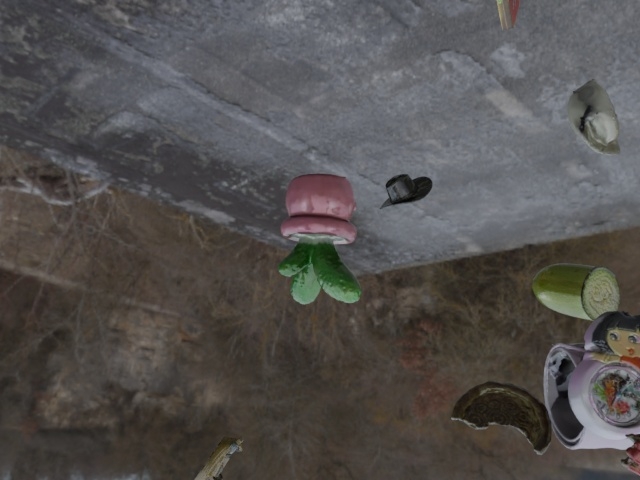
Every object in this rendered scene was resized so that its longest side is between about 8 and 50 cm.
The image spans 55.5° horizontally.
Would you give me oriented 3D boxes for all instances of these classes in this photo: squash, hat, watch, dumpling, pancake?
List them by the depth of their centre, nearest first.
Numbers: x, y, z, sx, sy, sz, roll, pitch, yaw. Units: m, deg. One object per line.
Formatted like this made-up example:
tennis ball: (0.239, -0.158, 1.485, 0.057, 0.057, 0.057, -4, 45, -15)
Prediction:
watch: (0.536, 0.270, 1.158, 0.196, 0.243, 0.231, 0, 160, -1)
pancake: (0.362, 0.357, 1.227, 0.191, 0.184, 0.020, -12, 129, 3)
hat: (0.167, -0.107, 1.244, 0.121, 0.121, 0.050, -13, 116, 40)
dumpling: (0.586, -0.254, 1.295, 0.092, 0.176, 0.150, -33, 121, 22)
squash: (0.540, 0.107, 1.329, 0.123, 0.122, 0.187, 18, 176, -28)

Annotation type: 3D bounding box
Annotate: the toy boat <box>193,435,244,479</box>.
toy boat: (-0.202, 0.448, 1.217, 0.049, 0.149, 0.047, 35, -174, 8)

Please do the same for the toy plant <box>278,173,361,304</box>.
toy plant: (0.004, -0.005, 1.666, 0.211, 0.355, 0.317, 15, 165, -28)

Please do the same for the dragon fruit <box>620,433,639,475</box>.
dragon fruit: (0.404, 0.242, 0.693, 0.111, 0.153, 0.153, 23, 164, 18)

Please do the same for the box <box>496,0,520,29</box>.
box: (0.336, -0.465, 1.104, 0.023, 0.090, 0.133, 2, 138, 30)
